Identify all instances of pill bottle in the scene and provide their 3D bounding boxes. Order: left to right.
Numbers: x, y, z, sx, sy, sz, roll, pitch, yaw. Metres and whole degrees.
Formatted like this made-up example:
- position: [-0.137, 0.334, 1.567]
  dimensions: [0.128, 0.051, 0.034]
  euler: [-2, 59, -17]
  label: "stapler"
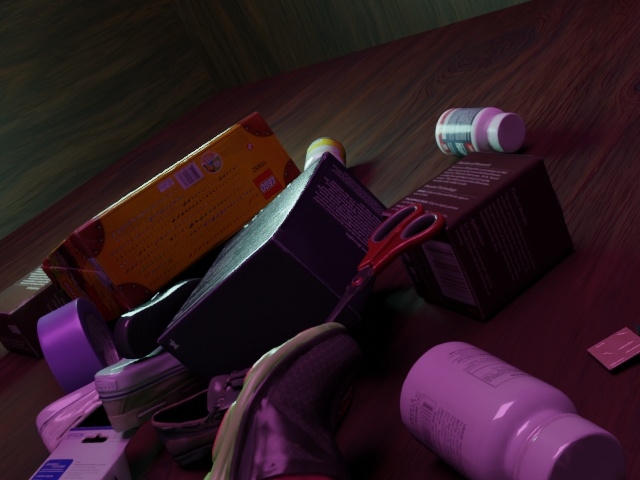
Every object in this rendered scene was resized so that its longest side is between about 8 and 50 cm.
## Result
- position: [0.012, -0.181, 1.872]
  dimensions: [0.103, 0.103, 0.184]
  euler: [-21, 23, 12]
  label: "pill bottle"
- position: [0.341, -0.230, 1.616]
  dimensions: [0.108, 0.108, 0.180]
  euler: [-36, 24, -22]
  label: "pill bottle"
- position: [0.195, 0.200, 0.794]
  dimensions: [0.131, 0.131, 0.229]
  euler: [-33, 23, -16]
  label: "pill bottle"

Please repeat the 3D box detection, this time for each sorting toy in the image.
- position: [0.373, 0.126, 0.920]
  dimensions: [0.083, 0.012, 0.062]
  euler: [-30, 17, 0]
  label: "sorting toy"

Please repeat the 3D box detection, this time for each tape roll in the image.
- position: [-0.431, 0.205, 1.388]
  dimensions: [0.080, 0.189, 0.189]
  euler: [-27, 22, -3]
  label: "tape roll"

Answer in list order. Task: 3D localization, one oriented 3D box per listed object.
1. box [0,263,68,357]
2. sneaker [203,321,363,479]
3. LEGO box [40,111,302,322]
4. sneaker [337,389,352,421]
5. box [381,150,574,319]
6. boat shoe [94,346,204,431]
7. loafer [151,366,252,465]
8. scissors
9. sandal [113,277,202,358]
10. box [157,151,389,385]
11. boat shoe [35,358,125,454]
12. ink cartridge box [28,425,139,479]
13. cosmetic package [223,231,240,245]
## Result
- position: [-0.612, 0.111, 1.865]
  dimensions: [0.191, 0.143, 0.381]
  euler: [0, 32, 47]
  label: "box"
- position: [-0.032, 0.297, 0.779]
  dimensions: [0.202, 0.185, 0.482]
  euler: [15, 49, 8]
  label: "sneaker"
- position: [-0.335, -0.040, 1.704]
  dimensions: [0.500, 0.193, 0.372]
  euler: [-40, 9, -30]
  label: "LEGO box"
- position: [-0.030, 0.229, 1.034]
  dimensions: [0.093, 0.088, 0.225]
  euler: [-11, 26, 35]
  label: "sneaker"
- position: [0.241, -0.014, 1.168]
  dimensions: [0.203, 0.168, 0.167]
  euler: [-34, 23, -20]
  label: "box"
- position: [-0.240, 0.219, 1.235]
  dimensions: [0.109, 0.094, 0.302]
  euler: [-4, 7, 36]
  label: "boat shoe"
- position: [-0.143, 0.231, 1.045]
  dimensions: [0.267, 0.084, 0.096]
  euler: [-38, 10, 34]
  label: "loafer"
- position: [0.056, 0.047, 1.030]
  dimensions: [0.297, 0.021, 0.109]
  euler: [-43, 29, -20]
  label: "scissors"
- position: [-0.254, 0.121, 1.249]
  dimensions: [0.055, 0.097, 0.254]
  euler: [-5, 6, 29]
  label: "sandal"
- position: [-0.059, 0.062, 1.204]
  dimensions: [0.296, 0.183, 0.294]
  euler: [-40, 11, 33]
  label: "box"
- position: [-0.346, 0.272, 1.287]
  dimensions: [0.268, 0.096, 0.088]
  euler: [-28, 49, -20]
  label: "boat shoe"
- position: [-0.386, 0.402, 1.071]
  dimensions: [0.165, 0.065, 0.332]
  euler: [-11, 28, 33]
  label: "ink cartridge box"
- position: [-0.086, -0.019, 1.631]
  dimensions: [0.239, 0.098, 0.060]
  euler: [-38, 22, -28]
  label: "cosmetic package"
